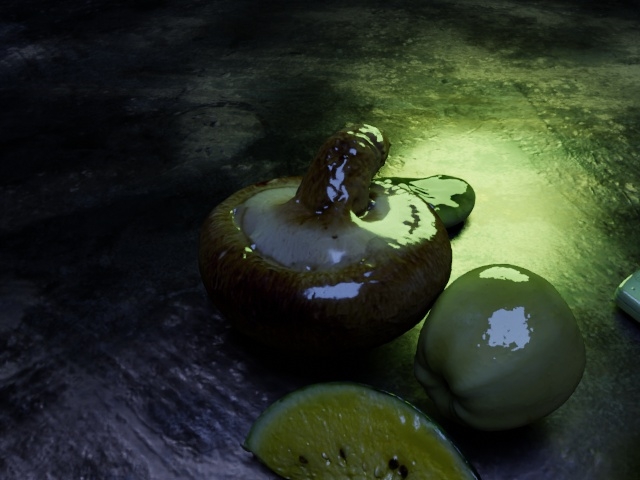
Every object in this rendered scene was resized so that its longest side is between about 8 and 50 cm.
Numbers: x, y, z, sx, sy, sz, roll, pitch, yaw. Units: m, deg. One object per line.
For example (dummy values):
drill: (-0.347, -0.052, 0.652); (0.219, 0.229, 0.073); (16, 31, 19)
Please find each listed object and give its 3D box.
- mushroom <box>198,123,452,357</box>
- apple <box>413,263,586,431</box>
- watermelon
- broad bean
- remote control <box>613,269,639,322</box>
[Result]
mushroom: (0.005, 0.021, 0.807); (0.345, 0.239, 0.345); (-28, 26, 15)
apple: (0.209, 0.127, 0.698); (0.200, 0.200, 0.200); (-1, 42, 1)
watermelon: (0.058, 0.233, 0.642); (0.301, 0.123, 0.129); (13, 56, 27)
broad bean: (0.158, -0.066, 1.007); (0.207, 0.072, 0.153); (-13, 45, -28)
remote control: (0.514, 0.124, 0.794); (0.098, 0.038, 0.233); (-25, 48, -22)
